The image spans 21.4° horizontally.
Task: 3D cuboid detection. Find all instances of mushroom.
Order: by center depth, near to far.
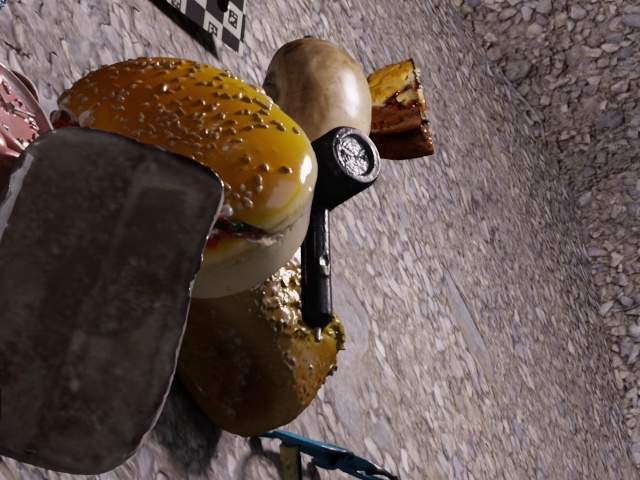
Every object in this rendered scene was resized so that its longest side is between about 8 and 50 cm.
[{"bbox_3d":[-0.027,-0.150,2.200,0.255,0.184,0.254,180,-90,-90],"label":"mushroom"}]

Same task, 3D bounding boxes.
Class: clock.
[{"bbox_3d":[-0.309,-0.104,1.523,0.166,0.093,0.162,32,30,-58],"label":"clock"}]

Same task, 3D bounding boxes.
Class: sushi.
[{"bbox_3d":[-0.176,-0.368,2.262,0.215,0.050,0.192,31,55,-55],"label":"sushi"}]

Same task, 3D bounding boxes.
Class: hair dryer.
[{"bbox_3d":[0.000,0.000,1.723,0.071,0.124,0.219,18,61,-33],"label":"hair dryer"}]

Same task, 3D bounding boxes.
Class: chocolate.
[{"bbox_3d":[-0.204,0.054,1.419,0.185,0.100,0.303,20,60,-8],"label":"chocolate"}]

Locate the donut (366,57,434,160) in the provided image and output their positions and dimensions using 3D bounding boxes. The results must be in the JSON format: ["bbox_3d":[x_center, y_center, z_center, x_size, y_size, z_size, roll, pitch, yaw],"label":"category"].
[{"bbox_3d":[0.120,-0.203,2.781,0.217,0.141,0.085,-88,160,-52],"label":"donut"}]

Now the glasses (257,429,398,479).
[{"bbox_3d":[0.025,0.311,1.931,0.239,0.102,0.207,35,36,-59],"label":"glasses"}]

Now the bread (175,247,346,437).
[{"bbox_3d":[-0.080,0.067,1.807,0.246,0.176,0.195,59,16,-21],"label":"bread"}]

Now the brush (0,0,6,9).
[{"bbox_3d":[-0.339,-0.217,1.655,0.178,0.030,0.033,-76,150,-62],"label":"brush"}]

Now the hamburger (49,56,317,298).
[{"bbox_3d":[-0.138,-0.075,1.679,0.295,0.227,0.151,33,-29,37],"label":"hamburger"}]

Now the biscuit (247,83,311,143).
[{"bbox_3d":[-0.078,-0.079,2.028,0.250,0.160,0.030,44,13,-48],"label":"biscuit"}]
